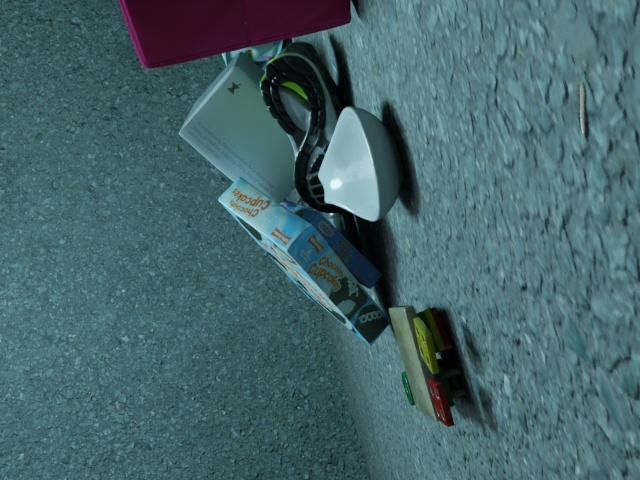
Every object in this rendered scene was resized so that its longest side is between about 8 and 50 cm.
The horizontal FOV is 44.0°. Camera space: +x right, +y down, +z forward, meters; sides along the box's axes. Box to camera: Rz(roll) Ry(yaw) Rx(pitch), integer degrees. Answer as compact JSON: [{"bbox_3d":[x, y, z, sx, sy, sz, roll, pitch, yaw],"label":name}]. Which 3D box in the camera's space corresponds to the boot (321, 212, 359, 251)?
[{"bbox_3d":[0.026,-0.039,1.542,0.189,0.076,0.208,-116,5,-65],"label":"boot"}]

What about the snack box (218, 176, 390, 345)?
[{"bbox_3d":[-0.020,0.039,1.300,0.187,0.060,0.322,34,169,41],"label":"snack box"}]

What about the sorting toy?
[{"bbox_3d":[0.129,0.138,0.938,0.274,0.046,0.132,114,140,-84],"label":"sorting toy"}]

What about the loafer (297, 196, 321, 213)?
[{"bbox_3d":[-0.009,-0.070,1.760,0.223,0.076,0.078,115,147,-78],"label":"loafer"}]

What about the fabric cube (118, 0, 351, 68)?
[{"bbox_3d":[-0.121,-0.386,0.862,0.258,0.259,0.254,83,171,-62],"label":"fabric cube"}]

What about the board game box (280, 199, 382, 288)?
[{"bbox_3d":[0.000,0.000,1.367,0.160,0.039,0.211,44,173,-24],"label":"board game box"}]

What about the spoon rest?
[{"bbox_3d":[0.045,-0.083,0.996,0.276,0.084,0.137,114,140,-85],"label":"spoon rest"}]

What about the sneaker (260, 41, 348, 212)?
[{"bbox_3d":[0.005,-0.170,1.209,0.121,0.111,0.300,-73,-28,-47],"label":"sneaker"}]

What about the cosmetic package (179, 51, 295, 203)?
[{"bbox_3d":[-0.122,-0.216,1.471,0.217,0.156,0.385,41,-169,-13],"label":"cosmetic package"}]

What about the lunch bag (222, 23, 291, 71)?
[{"bbox_3d":[-0.162,-0.489,1.704,0.262,0.160,0.223,92,162,-58],"label":"lunch bag"}]
